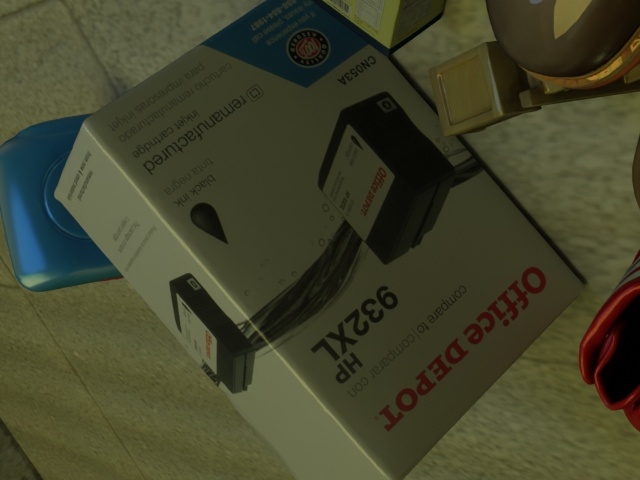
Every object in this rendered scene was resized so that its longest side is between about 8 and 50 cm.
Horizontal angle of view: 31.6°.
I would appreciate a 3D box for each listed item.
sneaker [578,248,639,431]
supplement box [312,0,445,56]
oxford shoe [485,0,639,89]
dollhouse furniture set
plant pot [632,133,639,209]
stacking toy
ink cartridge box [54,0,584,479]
[{"bbox_3d":[0.199,0.077,0.718,0.087,0.128,0.221,30,145,33],"label":"sneaker"},{"bbox_3d":[0.037,-0.181,0.722,0.083,0.056,0.083,40,150,19],"label":"supplement box"},{"bbox_3d":[0.094,-0.224,0.424,0.130,0.133,0.363,27,127,38],"label":"oxford shoe"},{"bbox_3d":[0.140,-0.158,0.605,0.182,0.101,0.161,-16,86,60],"label":"dollhouse furniture set"},{"bbox_3d":[0.252,0.014,0.506,0.237,0.109,0.237,19,154,9],"label":"plant pot"},{"bbox_3d":[-0.240,-0.021,1.232,0.302,0.175,0.165,127,132,-78],"label":"stacking toy"},{"bbox_3d":[0.000,0.000,0.811,0.307,0.223,0.129,49,151,2],"label":"ink cartridge box"}]
